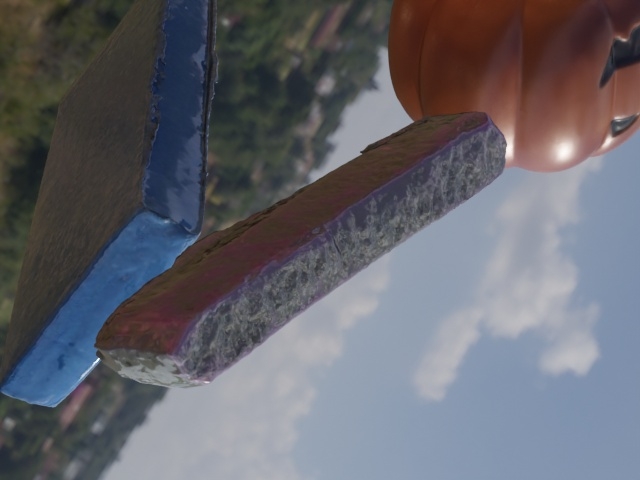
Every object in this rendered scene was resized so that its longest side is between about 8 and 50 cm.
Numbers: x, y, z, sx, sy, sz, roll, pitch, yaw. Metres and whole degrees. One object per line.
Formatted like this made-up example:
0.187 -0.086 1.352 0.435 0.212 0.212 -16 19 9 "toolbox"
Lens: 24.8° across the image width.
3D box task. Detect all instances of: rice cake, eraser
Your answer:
0.000 0.000 0.545 0.047 0.036 0.206 -6 -161 46 "rice cake"
-0.118 -0.048 0.855 0.144 0.042 0.312 -49 -157 25 "eraser"

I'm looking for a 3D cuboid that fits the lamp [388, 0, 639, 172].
0.137 -0.127 0.968 0.188 0.187 0.164 -62 156 -49 "lamp"
